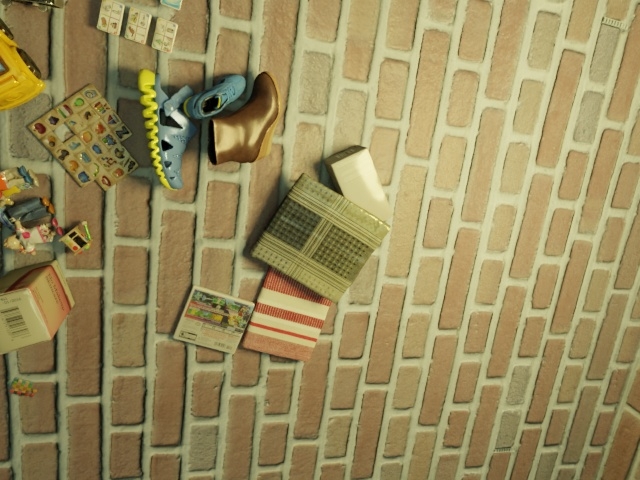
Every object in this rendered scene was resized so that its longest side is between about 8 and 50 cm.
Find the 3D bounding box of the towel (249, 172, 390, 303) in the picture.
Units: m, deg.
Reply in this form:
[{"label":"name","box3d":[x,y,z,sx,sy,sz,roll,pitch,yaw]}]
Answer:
[{"label":"towel","box3d":[0.000,0.000,1.358,0.325,0.056,0.312,32,105,-9]}]

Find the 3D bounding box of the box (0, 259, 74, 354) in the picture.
[{"label":"box","box3d":[-0.754,0.163,1.164,0.127,0.232,0.148,-16,109,-11]}]

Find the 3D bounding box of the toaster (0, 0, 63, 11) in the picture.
[{"label":"toaster","box3d":[-0.693,-0.632,1.022,0.168,0.110,0.185,0,105,-16]}]

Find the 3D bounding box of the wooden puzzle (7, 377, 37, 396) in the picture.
[{"label":"wooden puzzle","box3d":[-0.883,0.434,1.328,0.083,0.006,0.049,23,98,-19]}]

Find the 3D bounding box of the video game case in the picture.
[{"label":"video game case","box3d":[-0.334,0.251,1.414,0.202,0.023,0.183,21,99,-18]}]

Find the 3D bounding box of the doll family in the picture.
[{"label":"doll family","box3d":[-0.800,-0.089,1.162,0.163,0.118,0.262,-21,128,-15]}]

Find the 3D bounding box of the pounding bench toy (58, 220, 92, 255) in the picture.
[{"label":"pounding bench toy","box3d":[-0.659,-0.008,1.238,0.083,0.052,0.065,-38,111,-2]}]

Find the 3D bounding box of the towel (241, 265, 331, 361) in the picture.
[{"label":"towel","box3d":[-0.095,0.224,1.464,0.237,0.037,0.328,18,98,-17]}]

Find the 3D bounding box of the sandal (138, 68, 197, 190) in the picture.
[{"label":"sandal","box3d":[-0.393,-0.291,1.196,0.139,0.126,0.316,-8,109,-17]}]

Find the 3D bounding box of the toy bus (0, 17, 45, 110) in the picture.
[{"label":"toy bus","box3d":[-0.764,-0.418,1.005,0.150,0.211,0.220,-33,109,-9]}]

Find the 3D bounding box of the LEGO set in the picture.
[{"label":"LEGO set","box3d":[-0.443,-0.628,1.135,0.183,0.060,0.244,12,110,-22]}]

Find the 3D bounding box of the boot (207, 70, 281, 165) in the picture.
[{"label":"boot","box3d":[-0.205,-0.326,1.200,0.207,0.090,0.248,-20,123,-50]}]

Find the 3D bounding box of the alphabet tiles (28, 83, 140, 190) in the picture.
[{"label":"alphabet tiles","box3d":[-0.611,-0.261,1.204,0.198,0.009,0.237,-36,111,-3]}]

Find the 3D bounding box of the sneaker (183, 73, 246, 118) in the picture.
[{"label":"sneaker","box3d":[-0.259,-0.378,1.186,0.209,0.082,0.069,-44,133,-33]}]

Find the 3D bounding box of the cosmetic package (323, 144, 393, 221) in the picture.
[{"label":"cosmetic package","box3d":[0.117,-0.158,1.377,0.127,0.107,0.237,-25,113,-6]}]
